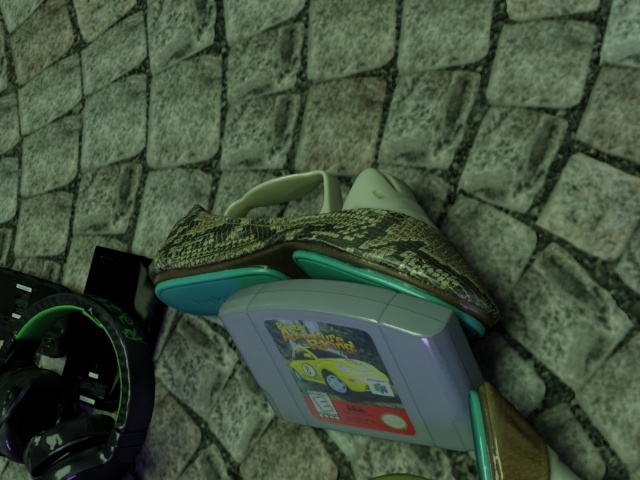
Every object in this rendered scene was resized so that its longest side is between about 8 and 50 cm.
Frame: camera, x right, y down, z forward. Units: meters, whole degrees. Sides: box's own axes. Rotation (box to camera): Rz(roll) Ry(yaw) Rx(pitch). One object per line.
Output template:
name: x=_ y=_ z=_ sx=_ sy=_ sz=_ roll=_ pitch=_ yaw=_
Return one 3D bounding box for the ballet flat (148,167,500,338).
ballet flat: x=0.000 y=0.000 z=1.327 sx=0.483 sy=0.164 sz=0.182 roll=1 pitch=63 yaw=40

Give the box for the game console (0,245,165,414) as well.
game console: x=-0.362 y=0.102 z=1.639 sx=0.361 sy=0.044 sz=0.213 roll=12 pitch=86 yaw=38

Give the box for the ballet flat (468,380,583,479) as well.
ballet flat: x=0.214 y=0.303 z=1.104 sx=0.124 sy=0.116 sz=0.342 roll=-5 pitch=76 yaw=7

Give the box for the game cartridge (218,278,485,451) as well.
game cartridge: x=0.031 y=0.128 z=1.241 sx=0.294 sy=0.196 sz=0.060 roll=2 pitch=37 yaw=38

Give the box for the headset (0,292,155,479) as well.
headset: x=-0.363 y=0.253 z=1.474 sx=0.243 sy=0.185 sz=0.394 roll=33 pitch=104 yaw=32

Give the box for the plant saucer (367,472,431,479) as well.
plant saucer: x=0.073 y=0.369 z=1.236 sx=0.241 sy=0.037 sz=0.240 roll=-11 pitch=71 yaw=35
